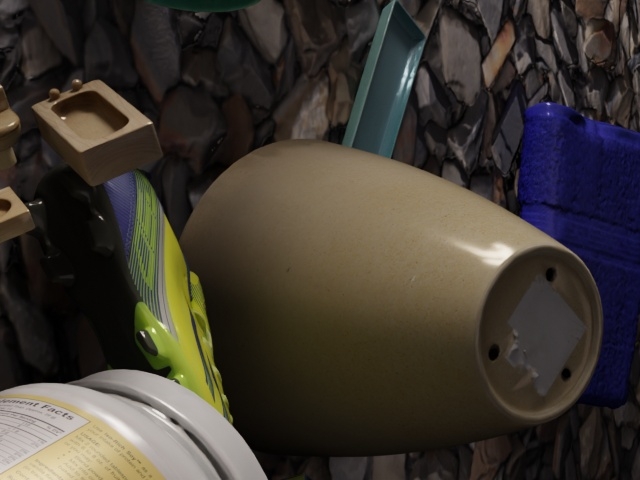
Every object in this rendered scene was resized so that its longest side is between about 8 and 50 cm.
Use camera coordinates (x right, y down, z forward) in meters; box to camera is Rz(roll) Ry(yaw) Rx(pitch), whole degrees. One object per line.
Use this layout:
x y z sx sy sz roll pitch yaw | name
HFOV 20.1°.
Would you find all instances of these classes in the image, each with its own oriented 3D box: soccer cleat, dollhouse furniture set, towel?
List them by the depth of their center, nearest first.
-0.196 -0.088 1.109 0.151 0.144 0.123 -24 117 -15 | dollhouse furniture set
-0.103 0.071 1.223 0.121 0.093 0.289 -6 68 -54 | soccer cleat
0.263 0.020 1.913 0.228 0.076 0.308 13 81 -50 | towel

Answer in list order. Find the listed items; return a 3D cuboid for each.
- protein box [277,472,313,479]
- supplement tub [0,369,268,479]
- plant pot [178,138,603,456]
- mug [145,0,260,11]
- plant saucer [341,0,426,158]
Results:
-0.022 0.314 1.358 0.201 0.136 0.199 46 34 -48 | protein box
-0.193 0.224 1.039 0.331 0.241 0.241 -28 115 -54 | supplement tub
0.069 0.054 1.347 0.257 0.274 0.256 -3 96 -39 | plant pot
-0.099 -0.236 1.265 0.158 0.129 0.097 32 62 -53 | mug
0.051 -0.119 1.614 0.067 0.018 0.192 45 54 -49 | plant saucer
